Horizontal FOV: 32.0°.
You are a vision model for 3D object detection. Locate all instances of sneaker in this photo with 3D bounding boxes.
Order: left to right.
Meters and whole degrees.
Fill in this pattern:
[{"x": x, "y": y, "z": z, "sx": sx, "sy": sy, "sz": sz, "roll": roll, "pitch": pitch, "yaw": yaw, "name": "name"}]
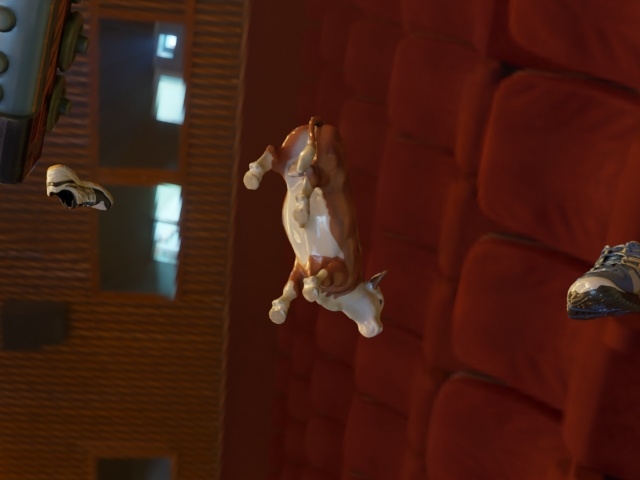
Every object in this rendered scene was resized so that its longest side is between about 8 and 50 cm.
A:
[{"x": -0.250, "y": -0.044, "z": 1.151, "sx": 0.083, "sy": 0.032, "sz": 0.037, "roll": 30, "pitch": -131, "yaw": -42, "name": "sneaker"}, {"x": 0.325, "y": 0.044, "z": 1.244, "sx": 0.211, "sy": 0.080, "sz": 0.081, "roll": 3, "pitch": -102, "yaw": -59, "name": "sneaker"}]

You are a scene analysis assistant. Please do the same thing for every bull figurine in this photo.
[{"x": 0.000, "y": 0.000, "z": 1.446, "sx": 0.188, "sy": 0.101, "sz": 0.310, "roll": -40, "pitch": -60, "yaw": -57, "name": "bull figurine"}]

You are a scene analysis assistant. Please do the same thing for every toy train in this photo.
[{"x": -0.349, "y": -0.224, "z": 1.286, "sx": 0.190, "sy": 0.142, "sz": 0.334, "roll": -87, "pitch": 15, "yaw": -61, "name": "toy train"}]
